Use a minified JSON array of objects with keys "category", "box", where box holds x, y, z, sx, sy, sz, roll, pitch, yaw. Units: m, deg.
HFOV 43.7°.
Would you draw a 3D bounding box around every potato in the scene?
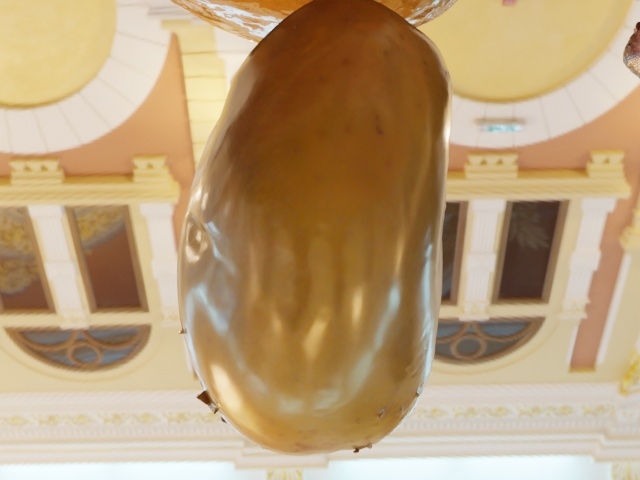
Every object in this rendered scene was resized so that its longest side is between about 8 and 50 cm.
[{"category":"potato","box":[0.000,0.000,0.393,0.146,0.233,0.150,-8,-156,-18]}]

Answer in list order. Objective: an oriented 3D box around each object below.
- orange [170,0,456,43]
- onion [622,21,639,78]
[{"category":"orange","box":[-0.006,-0.270,0.478,0.312,0.312,0.312,-1,-144,0]},{"category":"onion","box":[0.413,-0.247,0.671,0.399,0.420,0.398,1,-116,-1]}]
